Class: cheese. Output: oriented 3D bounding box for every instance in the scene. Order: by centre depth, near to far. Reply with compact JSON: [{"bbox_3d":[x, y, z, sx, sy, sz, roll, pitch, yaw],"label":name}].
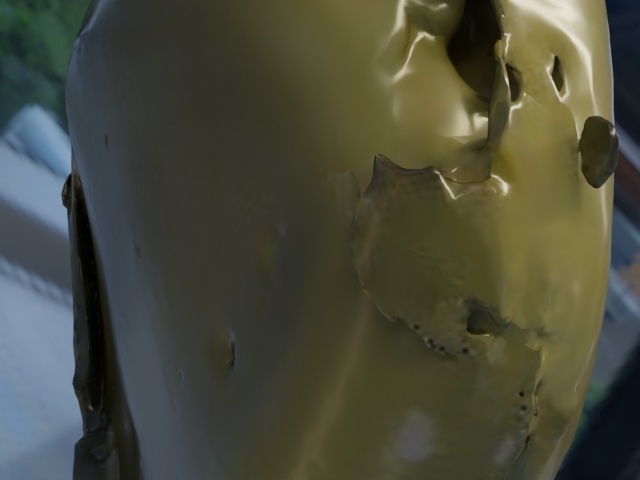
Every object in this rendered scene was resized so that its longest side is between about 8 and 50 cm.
[{"bbox_3d":[0.000,0.000,0.614,0.316,0.128,0.259,125,-47,-62],"label":"cheese"}]
